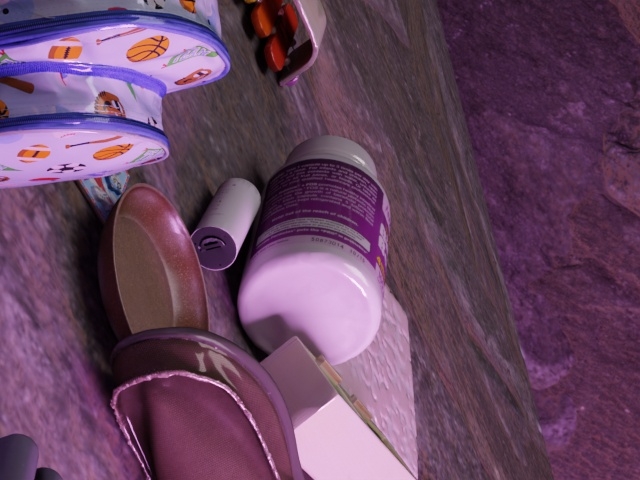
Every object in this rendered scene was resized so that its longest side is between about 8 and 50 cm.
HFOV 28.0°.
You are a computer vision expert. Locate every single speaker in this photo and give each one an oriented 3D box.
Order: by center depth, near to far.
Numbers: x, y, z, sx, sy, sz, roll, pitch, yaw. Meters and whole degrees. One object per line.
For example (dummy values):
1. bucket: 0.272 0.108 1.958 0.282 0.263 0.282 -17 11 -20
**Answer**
1. speaker: -0.106 -0.020 1.440 0.136 0.055 0.055 -72 141 -63

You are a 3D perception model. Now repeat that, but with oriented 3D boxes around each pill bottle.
1. pill bottle: 0.000 0.000 1.557 0.301 0.169 0.169 -81 149 -54

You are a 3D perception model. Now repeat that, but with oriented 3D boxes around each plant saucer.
1. plant saucer: -0.162 0.045 1.219 0.198 0.036 0.199 -13 90 -73

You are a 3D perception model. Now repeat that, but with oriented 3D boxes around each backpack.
1. backpack: -0.200 -0.148 0.914 0.276 0.263 0.213 -10 83 -74

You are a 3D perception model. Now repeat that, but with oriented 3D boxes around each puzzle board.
1. puzzle board: -0.220 -0.086 1.222 0.096 0.011 0.128 -82 150 -54

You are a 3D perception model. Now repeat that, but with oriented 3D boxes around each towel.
1. towel: 0.048 0.135 1.776 0.332 0.053 0.317 55 26 -45

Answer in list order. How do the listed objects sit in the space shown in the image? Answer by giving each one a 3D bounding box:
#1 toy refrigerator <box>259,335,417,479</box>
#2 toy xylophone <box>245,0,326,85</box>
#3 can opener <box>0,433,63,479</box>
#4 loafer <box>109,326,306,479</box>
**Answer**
1. toy refrigerator: 0.020 0.225 1.474 0.102 0.094 0.269 51 0 42
2. toy xylophone: -0.070 -0.395 1.869 0.236 0.081 0.323 -67 137 -65
3. can opener: -0.188 0.230 0.817 0.283 0.095 0.076 -94 160 -56
4. loafer: -0.077 0.232 1.148 0.130 0.133 0.366 -82 150 -55
